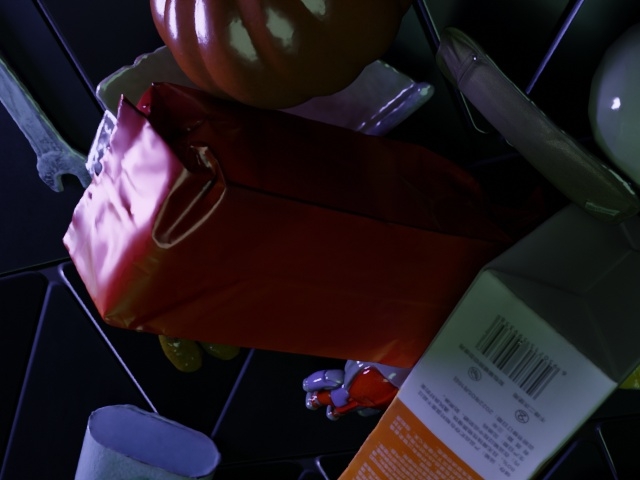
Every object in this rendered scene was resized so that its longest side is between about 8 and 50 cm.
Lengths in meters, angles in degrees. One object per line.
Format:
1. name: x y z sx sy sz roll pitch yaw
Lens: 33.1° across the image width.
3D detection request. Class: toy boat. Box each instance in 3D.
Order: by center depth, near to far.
1. toy boat: -0.080 -0.092 1.022 0.276 0.111 0.294 21 122 -10

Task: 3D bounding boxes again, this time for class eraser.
1. eraser: -0.236 0.326 1.407 0.174 0.081 0.227 22 129 0

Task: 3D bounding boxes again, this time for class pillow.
1. pillow: 0.178 -0.093 0.902 0.033 0.130 0.217 -45 83 -5

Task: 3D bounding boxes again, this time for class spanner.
1. spanner: -0.324 -0.169 1.090 0.071 0.017 0.302 -14 121 26

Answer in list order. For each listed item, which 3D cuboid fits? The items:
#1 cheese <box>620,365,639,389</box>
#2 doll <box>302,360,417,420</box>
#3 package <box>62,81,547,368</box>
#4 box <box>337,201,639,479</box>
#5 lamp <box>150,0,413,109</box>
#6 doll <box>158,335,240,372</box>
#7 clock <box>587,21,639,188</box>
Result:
1. cheese: 0.361 0.113 1.054 0.270 0.069 0.177 -5 122 29
2. doll: 0.065 0.151 1.175 0.102 0.075 0.227 27 142 -22
3. package: -0.001 -0.001 0.947 0.423 0.123 0.196 12 134 -28
4. box: 0.181 0.139 1.013 0.143 0.225 0.341 44 132 16
5. lamp: -0.029 -0.209 0.837 0.223 0.223 0.196 -14 151 27
6. doll: -0.160 0.073 1.179 0.137 0.097 0.209 -14 127 20
7. clock: 0.414 -0.081 0.827 0.325 0.184 0.342 -32 107 39
